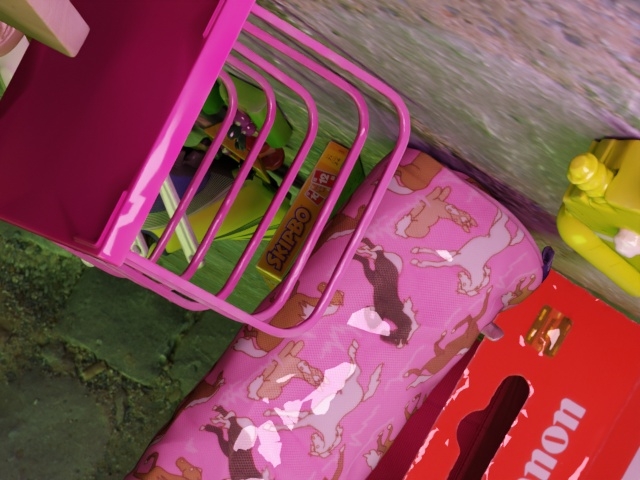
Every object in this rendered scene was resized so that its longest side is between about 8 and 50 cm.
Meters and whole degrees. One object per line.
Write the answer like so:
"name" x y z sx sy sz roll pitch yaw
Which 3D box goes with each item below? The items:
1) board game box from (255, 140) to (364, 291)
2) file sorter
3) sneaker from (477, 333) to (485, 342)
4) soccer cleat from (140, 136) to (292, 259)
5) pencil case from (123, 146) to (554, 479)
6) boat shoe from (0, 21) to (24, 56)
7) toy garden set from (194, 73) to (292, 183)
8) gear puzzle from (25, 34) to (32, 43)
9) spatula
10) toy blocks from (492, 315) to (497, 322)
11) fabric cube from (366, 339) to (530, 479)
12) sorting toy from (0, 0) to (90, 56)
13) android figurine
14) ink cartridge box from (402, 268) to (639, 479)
"board game box" 0.000 0.000 1.755 0.039 0.124 0.259 29 173 12
"file sorter" -0.099 -0.063 1.425 0.182 0.202 0.290 30 174 -30
"sneaker" 0.119 0.040 1.888 0.188 0.066 0.071 23 155 8
"soccer cleat" -0.119 -0.032 1.865 0.093 0.121 0.289 39 -169 29
"pencil case" 0.003 0.115 1.475 0.167 0.386 0.160 43 166 -10
"boat shoe" -0.345 -0.241 1.562 0.285 0.103 0.092 33 178 0
"toy garden set" -0.140 -0.128 1.714 0.244 0.049 0.204 28 173 14
"gear puzzle" -0.238 -0.166 1.880 0.175 0.044 0.339 37 174 30
"spatula" -0.192 -0.080 1.693 0.168 0.019 0.242 -1 122 33
"toy blocks" 0.164 0.054 1.766 0.148 0.054 0.123 28 173 9
"fabric cube" 0.077 0.160 2.047 0.258 0.259 0.254 25 171 19
"sorting toy" -0.270 -0.245 1.255 0.257 0.089 0.255 28 173 12
"android figurine" 0.249 0.018 1.189 0.248 0.056 0.273 22 172 46
"ink cartridge box" 0.269 0.237 1.620 0.385 0.308 0.091 32 173 -8
